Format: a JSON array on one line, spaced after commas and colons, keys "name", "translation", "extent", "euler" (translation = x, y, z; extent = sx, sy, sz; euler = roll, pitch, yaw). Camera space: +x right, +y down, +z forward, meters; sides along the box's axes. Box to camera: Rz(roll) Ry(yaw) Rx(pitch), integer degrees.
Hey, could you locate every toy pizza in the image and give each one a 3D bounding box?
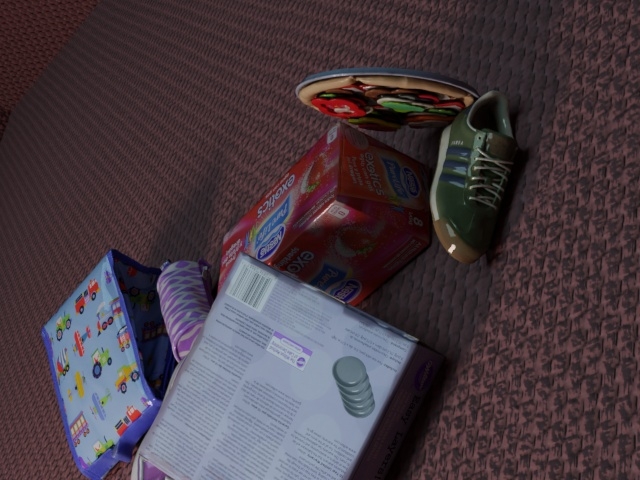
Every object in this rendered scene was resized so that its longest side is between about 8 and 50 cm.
[{"name": "toy pizza", "translation": [0.073, -0.144, 1.373], "extent": [0.201, 0.201, 0.032], "euler": [-11, 72, 62]}]

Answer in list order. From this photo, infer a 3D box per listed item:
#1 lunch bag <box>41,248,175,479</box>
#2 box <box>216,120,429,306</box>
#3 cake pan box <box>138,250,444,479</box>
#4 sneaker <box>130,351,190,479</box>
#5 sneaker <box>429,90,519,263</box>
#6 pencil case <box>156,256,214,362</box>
[{"name": "lunch bag", "translation": [-0.310, 0.202, 1.936], "extent": [0.221, 0.138, 0.293], "euler": [-45, 40, 33]}, {"name": "box", "translation": [0.000, 0.000, 1.460], "extent": [0.257, 0.128, 0.122], "euler": [-42, 33, 41]}, {"name": "cake pan box", "translation": [-0.039, 0.166, 1.305], "extent": [0.267, 0.070, 0.245], "euler": [24, 86, 36]}, {"name": "sneaker", "translation": [-0.142, 0.235, 1.567], "extent": [0.161, 0.102, 0.282], "euler": [-31, 41, 48]}, {"name": "sneaker", "translation": [0.159, -0.074, 1.280], "extent": [0.086, 0.064, 0.192], "euler": [-49, 24, 42]}, {"name": "pencil case", "translation": [-0.175, 0.101, 1.791], "extent": [0.088, 0.086, 0.206], "euler": [-36, 30, 6]}]
